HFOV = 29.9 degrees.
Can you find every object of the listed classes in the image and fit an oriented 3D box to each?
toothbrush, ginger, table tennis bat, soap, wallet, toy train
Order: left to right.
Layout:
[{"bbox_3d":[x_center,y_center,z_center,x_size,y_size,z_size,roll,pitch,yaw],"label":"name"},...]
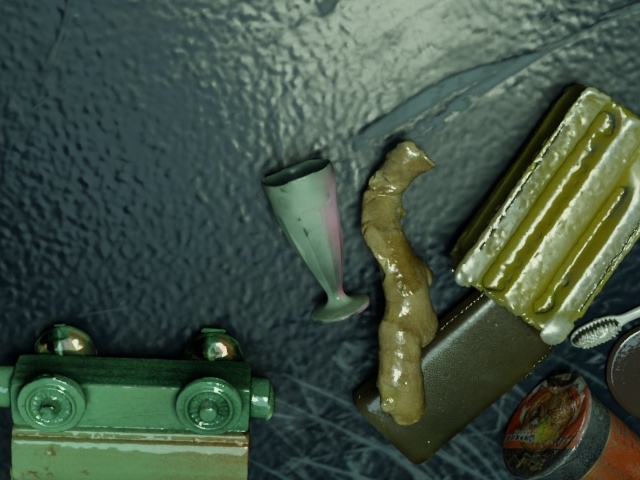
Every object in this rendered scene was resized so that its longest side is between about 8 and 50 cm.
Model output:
[{"bbox_3d":[-0.190,0.185,1.221,0.285,0.116,0.177,2,118,-5],"label":"toy train"},{"bbox_3d":[0.084,0.044,1.197,0.089,0.075,0.288,-4,94,-42],"label":"ginger"},{"bbox_3d":[0.140,0.138,1.260,0.198,0.031,0.110,-42,104,8],"label":"wallet"},{"bbox_3d":[0.240,-0.027,1.184,0.135,0.076,0.233,33,93,-9],"label":"soap"},{"bbox_3d":[0.378,0.173,1.237,0.107,0.119,0.170,-37,100,7],"label":"table tennis bat"},{"bbox_3d":[0.404,0.046,1.252,0.307,0.029,0.025,-25,98,3],"label":"toothbrush"}]

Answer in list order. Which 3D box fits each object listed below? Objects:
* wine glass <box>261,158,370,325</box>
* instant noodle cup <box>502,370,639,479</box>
[{"bbox_3d":[0.000,0.000,1.195,0.073,0.073,0.155,-20,108,2],"label":"wine glass"},{"bbox_3d":[0.281,0.224,1.256,0.135,0.127,0.127,34,101,-20],"label":"instant noodle cup"}]
